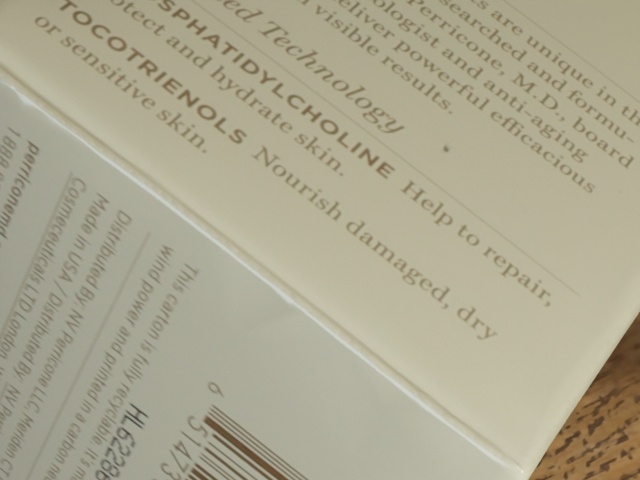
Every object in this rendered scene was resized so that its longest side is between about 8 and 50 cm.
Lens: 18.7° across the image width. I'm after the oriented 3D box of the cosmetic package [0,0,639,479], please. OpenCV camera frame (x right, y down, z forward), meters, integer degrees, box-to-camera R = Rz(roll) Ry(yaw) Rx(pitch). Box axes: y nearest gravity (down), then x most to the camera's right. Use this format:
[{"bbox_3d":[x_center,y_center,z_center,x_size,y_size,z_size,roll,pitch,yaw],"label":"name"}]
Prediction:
[{"bbox_3d":[0.000,0.000,1.069,0.327,0.393,0.329,37,135,7],"label":"cosmetic package"}]
